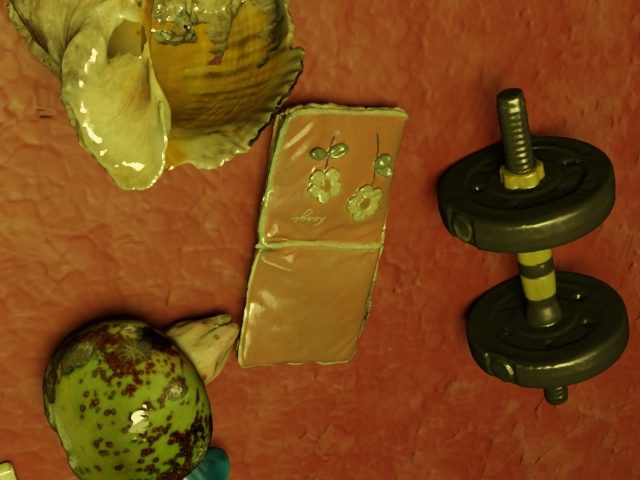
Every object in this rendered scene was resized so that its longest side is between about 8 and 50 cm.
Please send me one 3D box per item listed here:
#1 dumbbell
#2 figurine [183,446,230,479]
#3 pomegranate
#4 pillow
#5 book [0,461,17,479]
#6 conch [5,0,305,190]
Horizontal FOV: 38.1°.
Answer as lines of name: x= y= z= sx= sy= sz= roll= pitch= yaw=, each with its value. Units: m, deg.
dumbbell: x=0.185 y=0.019 z=0.797 sx=0.143 sy=0.143 sz=0.325 roll=-25 pitch=122 yaw=-14
figurine: x=-0.130 y=0.225 z=0.791 sx=0.079 sy=0.077 sz=0.136 roll=22 pitch=122 yaw=1
pomegranate: x=-0.137 y=0.115 z=0.710 sx=0.126 sy=0.163 sz=0.138 roll=-17 pitch=111 yaw=26
pillow: x=0.000 y=0.000 z=0.755 sx=0.126 sy=0.043 sz=0.232 roll=-2 pitch=114 yaw=-29
book: x=-0.322 y=0.333 z=0.765 sx=0.208 sy=0.020 sz=0.295 roll=-16 pitch=120 yaw=-19
conch: x=-0.099 y=-0.139 z=0.556 sx=0.178 sy=0.245 sz=0.163 roll=-7 pitch=157 yaw=-6
